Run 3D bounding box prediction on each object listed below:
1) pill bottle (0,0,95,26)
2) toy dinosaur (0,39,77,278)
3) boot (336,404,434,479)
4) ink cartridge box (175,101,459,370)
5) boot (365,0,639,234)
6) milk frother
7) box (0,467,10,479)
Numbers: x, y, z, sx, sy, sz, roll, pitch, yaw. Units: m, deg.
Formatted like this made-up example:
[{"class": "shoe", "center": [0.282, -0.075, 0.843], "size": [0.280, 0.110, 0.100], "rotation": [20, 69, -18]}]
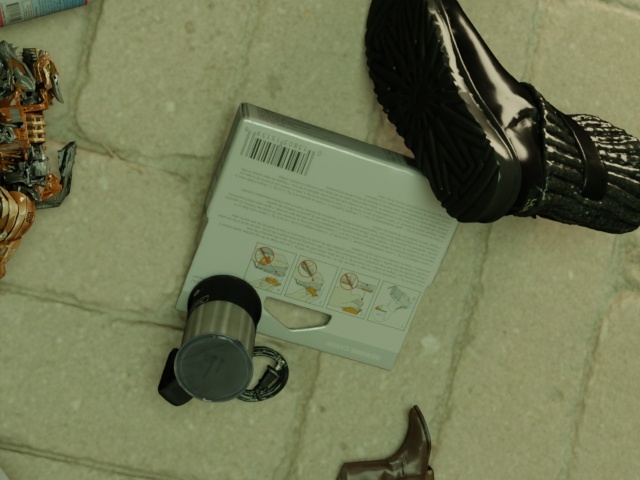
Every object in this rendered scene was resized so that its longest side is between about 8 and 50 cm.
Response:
[{"class": "pill bottle", "center": [-0.288, -0.286, 1.482], "size": [0.160, 0.087, 0.087], "rotation": [-17, 94, -14]}, {"class": "toy dinosaur", "center": [-0.364, -0.051, 1.439], "size": [0.218, 0.164, 0.322], "rotation": [16, 64, -30]}, {"class": "boot", "center": [0.070, 0.249, 1.600], "size": [0.114, 0.037, 0.106], "rotation": [-8, 90, -10]}, {"class": "ink cartridge box", "center": [0.000, 0.000, 1.572], "size": [0.275, 0.060, 0.239], "rotation": [17, 111, -14]}, {"class": "boot", "center": [0.211, -0.153, 1.578], "size": [0.260, 0.131, 0.348], "rotation": [-1, 59, -36]}, {"class": "milk frother", "center": [-0.091, 0.133, 1.505], "size": [0.143, 0.134, 0.129], "rotation": [25, 115, -10]}, {"class": "box", "center": [-0.440, 0.269, 1.367], "size": [0.262, 0.127, 0.231], "rotation": [53, 40, -9]}]
